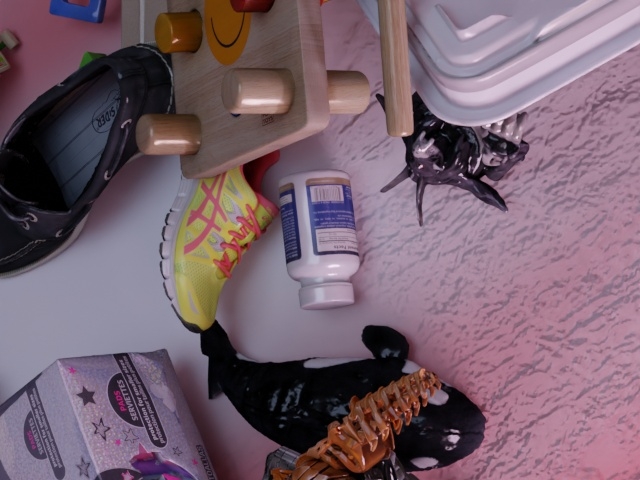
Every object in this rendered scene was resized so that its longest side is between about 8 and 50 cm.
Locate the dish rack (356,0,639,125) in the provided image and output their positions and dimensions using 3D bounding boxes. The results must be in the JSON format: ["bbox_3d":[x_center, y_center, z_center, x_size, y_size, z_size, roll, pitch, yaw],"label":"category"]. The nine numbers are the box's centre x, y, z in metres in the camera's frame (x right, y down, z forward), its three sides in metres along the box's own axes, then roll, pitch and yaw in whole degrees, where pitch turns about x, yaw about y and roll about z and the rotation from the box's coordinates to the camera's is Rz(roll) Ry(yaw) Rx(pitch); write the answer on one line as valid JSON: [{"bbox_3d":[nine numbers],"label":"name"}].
[{"bbox_3d":[0.155,-0.268,1.534,0.286,0.072,0.333,-29,51,-1],"label":"dish rack"}]

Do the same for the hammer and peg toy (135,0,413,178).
[{"bbox_3d":[-0.046,-0.197,1.552,0.361,0.127,0.265,-15,78,61],"label":"hammer and peg toy"}]

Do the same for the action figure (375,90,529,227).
[{"bbox_3d":[0.138,-0.138,1.587,0.164,0.141,0.275,43,101,24],"label":"action figure"}]

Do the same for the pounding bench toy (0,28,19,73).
[{"bbox_3d":[-0.352,-0.180,1.900,0.065,0.083,0.052,-33,90,46],"label":"pounding bench toy"}]

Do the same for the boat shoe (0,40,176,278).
[{"bbox_3d":[-0.262,-0.071,1.788,0.340,0.113,0.127,-33,79,30],"label":"boat shoe"}]

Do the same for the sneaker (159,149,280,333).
[{"bbox_3d":[-0.087,-0.015,1.711,0.094,0.081,0.208,3,70,16],"label":"sneaker"}]

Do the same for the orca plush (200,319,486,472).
[{"bbox_3d":[-0.002,0.134,1.647,0.287,0.102,0.151,28,97,28],"label":"orca plush"}]

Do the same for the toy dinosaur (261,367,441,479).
[{"bbox_3d":[0.035,0.234,1.549,0.218,0.322,0.164,40,66,21],"label":"toy dinosaur"}]

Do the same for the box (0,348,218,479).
[{"bbox_3d":[-0.191,0.243,1.691,0.163,0.142,0.247,-38,67,37],"label":"box"}]

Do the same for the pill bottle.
[{"bbox_3d":[0.000,0.000,1.683,0.067,0.067,0.120,-12,78,27],"label":"pill bottle"}]

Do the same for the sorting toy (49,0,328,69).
[{"bbox_3d":[-0.107,-0.221,1.781,0.348,0.047,0.196,-3,89,30],"label":"sorting toy"}]
